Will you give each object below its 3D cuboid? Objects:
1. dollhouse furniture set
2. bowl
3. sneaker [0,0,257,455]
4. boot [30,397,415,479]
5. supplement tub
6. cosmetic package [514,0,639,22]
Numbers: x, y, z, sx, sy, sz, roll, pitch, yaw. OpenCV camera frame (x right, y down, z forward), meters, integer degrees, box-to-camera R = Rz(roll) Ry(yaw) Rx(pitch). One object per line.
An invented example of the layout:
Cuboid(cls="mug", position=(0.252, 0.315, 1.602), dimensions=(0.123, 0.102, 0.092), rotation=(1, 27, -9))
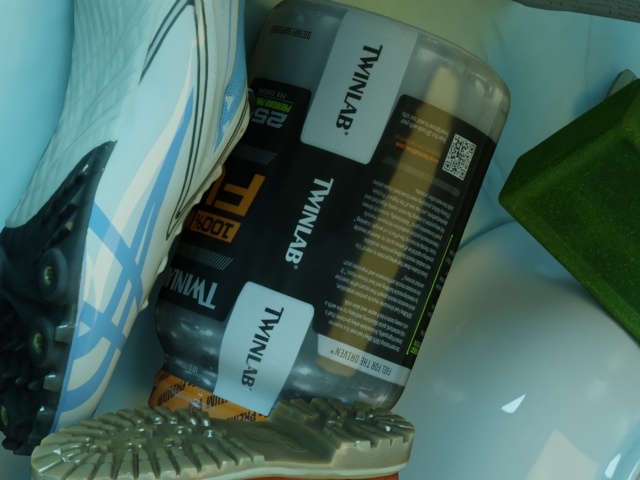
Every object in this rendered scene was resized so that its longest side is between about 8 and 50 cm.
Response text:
Cuboid(cls="dollhouse furniture set", position=(0.274, -0.087, 0.871), dimensions=(0.151, 0.301, 0.197), rotation=(47, 43, -9))
Cuboid(cls="bowl", position=(0.141, 0.146, 0.960), dimensions=(0.298, 0.134, 0.297), rotation=(-24, 123, -44))
Cuboid(cls="sneaker", position=(-0.071, -0.027, 0.644), dimensions=(0.086, 0.085, 0.237), rotation=(16, 92, -35))
Cuboid(cls="boot", position=(-0.038, 0.108, 0.630), dimensions=(0.158, 0.059, 0.084), rotation=(4, 106, -31))
Cuboid(cls="supplement tub", position=(0.000, 0.000, 0.725), dimensions=(0.117, 0.117, 0.190), rotation=(26, 84, -54))
Cuboid(cls="cosmetic package", position=(0.099, -0.200, 0.686), dimensions=(0.385, 0.217, 0.156), rotation=(13, 95, -52))
